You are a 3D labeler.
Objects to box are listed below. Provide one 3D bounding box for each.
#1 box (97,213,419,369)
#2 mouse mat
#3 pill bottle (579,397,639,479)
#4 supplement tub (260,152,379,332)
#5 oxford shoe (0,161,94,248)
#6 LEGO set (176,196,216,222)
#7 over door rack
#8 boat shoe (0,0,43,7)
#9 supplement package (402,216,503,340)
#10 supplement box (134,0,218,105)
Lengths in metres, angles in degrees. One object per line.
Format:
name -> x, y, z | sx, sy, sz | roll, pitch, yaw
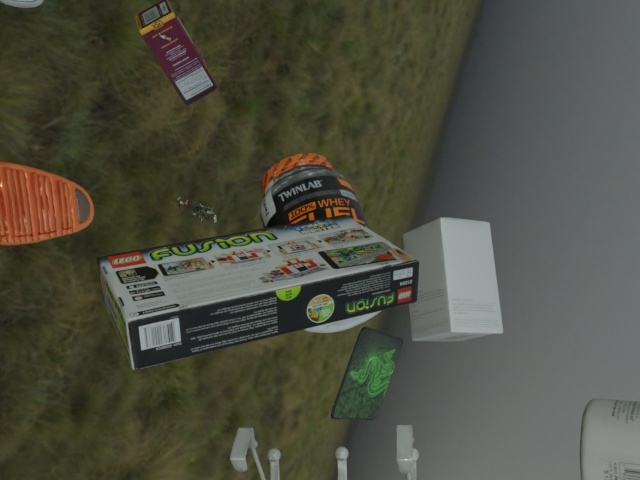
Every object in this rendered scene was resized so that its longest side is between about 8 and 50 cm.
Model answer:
box -> -0.045, 0.028, 0.491 | 0.114, 0.207, 0.036 | -143, -132, -57
mouse mat -> 0.082, 0.224, 1.114 | 0.190, 0.007, 0.152 | 28, 81, -60
pill bottle -> 0.435, 0.259, 0.789 | 0.131, 0.230, 0.131 | 6, 83, -57
supplement tub -> 0.000, 0.000, 0.774 | 0.117, 0.117, 0.190 | 96, -24, -59
oxford shoe -> -0.542, -0.038, 1.036 | 0.133, 0.364, 0.129 | -38, -122, 59
LEGO set -> -0.219, -0.058, 1.214 | 0.023, 0.083, 0.054 | -58, -176, -29
over door rack -> 0.026, 0.341, 1.001 | 0.324, 0.240, 0.108 | 78, 12, -50
boat shoe -> -0.447, -0.361, 0.914 | 0.040, 0.142, 0.049 | 135, -26, -65
supplement package -> 0.207, 0.065, 1.068 | 0.105, 0.105, 0.179 | -28, -119, 59
supplement box -> -0.301, -0.394, 1.417 | 0.188, 0.081, 0.104 | 60, 2, -39
